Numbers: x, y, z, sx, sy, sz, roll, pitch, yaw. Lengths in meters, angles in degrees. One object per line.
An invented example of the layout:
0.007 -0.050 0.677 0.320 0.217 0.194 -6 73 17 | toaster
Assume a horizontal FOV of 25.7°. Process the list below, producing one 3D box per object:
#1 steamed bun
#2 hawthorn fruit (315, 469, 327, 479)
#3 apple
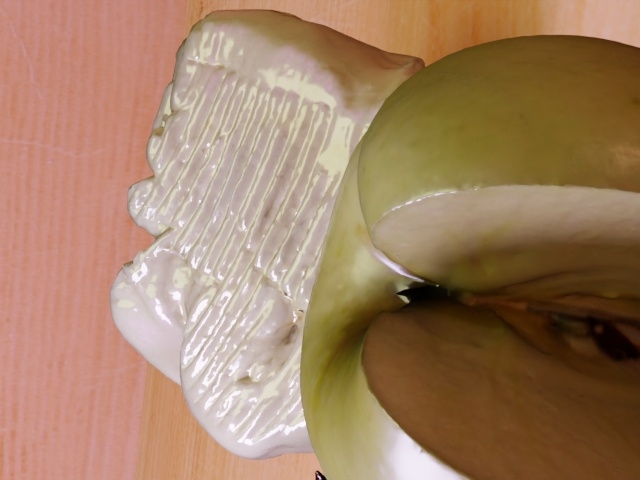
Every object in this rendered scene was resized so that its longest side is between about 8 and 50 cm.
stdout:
0.000 0.000 1.168 0.352 0.247 0.339 26 101 34 | steamed bun
0.050 0.301 0.923 0.307 0.265 0.265 72 160 3 | hawthorn fruit
0.127 0.038 0.731 0.292 0.254 0.292 -171 90 -73 | apple
